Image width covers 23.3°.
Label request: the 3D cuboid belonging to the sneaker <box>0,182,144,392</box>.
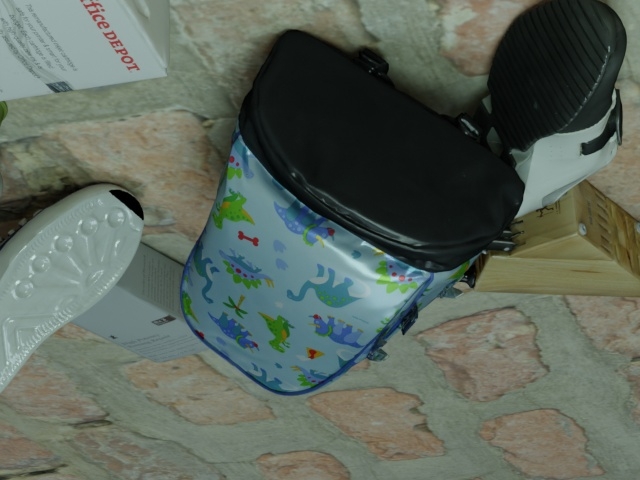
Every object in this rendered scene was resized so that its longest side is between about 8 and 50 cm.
[{"bbox_3d":[-0.367,0.029,1.793,0.323,0.236,0.130,-48,126,-3],"label":"sneaker"}]

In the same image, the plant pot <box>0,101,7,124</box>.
[{"bbox_3d":[-0.360,-0.102,1.565,0.083,0.079,0.083,-1,153,-1],"label":"plant pot"}]

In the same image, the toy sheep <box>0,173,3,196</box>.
[{"bbox_3d":[-0.384,-0.064,1.635,0.091,0.091,0.132,-10,171,17],"label":"toy sheep"}]

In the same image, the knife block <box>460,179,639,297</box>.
[{"bbox_3d":[0.222,0.010,1.812,0.242,0.088,0.275,-19,149,32],"label":"knife block"}]

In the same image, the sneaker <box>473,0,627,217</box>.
[{"bbox_3d":[0.243,-0.133,1.523,0.146,0.122,0.330,-12,157,-22],"label":"sneaker"}]

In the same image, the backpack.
[{"bbox_3d":[0.000,0.000,1.591,0.290,0.273,0.355,34,160,-3],"label":"backpack"}]

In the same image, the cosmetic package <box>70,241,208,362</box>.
[{"bbox_3d":[-0.231,0.070,1.910,0.117,0.085,0.231,-19,150,30],"label":"cosmetic package"}]

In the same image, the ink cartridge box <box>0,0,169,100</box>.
[{"bbox_3d":[-0.266,-0.207,1.335,0.237,0.100,0.172,-7,153,13],"label":"ink cartridge box"}]
